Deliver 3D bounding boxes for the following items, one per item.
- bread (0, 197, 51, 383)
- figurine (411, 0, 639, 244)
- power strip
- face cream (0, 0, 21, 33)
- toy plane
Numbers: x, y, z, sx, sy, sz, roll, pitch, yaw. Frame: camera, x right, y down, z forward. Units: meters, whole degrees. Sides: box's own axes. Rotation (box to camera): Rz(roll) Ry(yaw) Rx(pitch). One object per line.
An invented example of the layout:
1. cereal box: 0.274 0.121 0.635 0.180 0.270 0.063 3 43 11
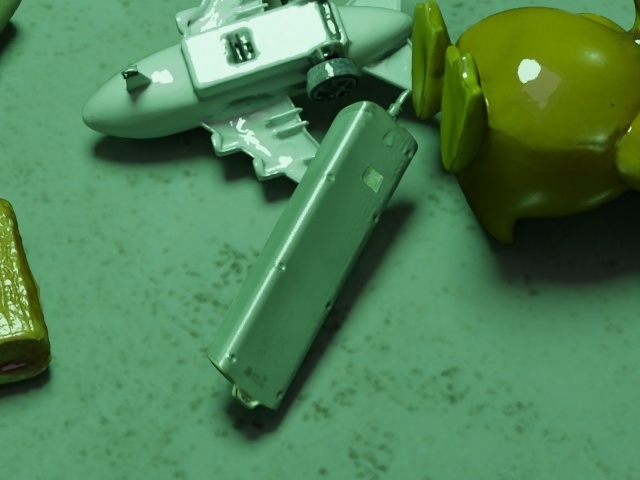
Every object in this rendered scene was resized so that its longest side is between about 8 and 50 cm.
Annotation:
1. bread: -0.226 0.035 1.336 0.074 0.053 0.132 -15 59 -13
2. figurine: 0.185 -0.091 1.344 0.228 0.215 0.215 -21 59 2
3. power strip: 0.000 0.000 1.330 0.027 0.060 0.252 1 57 54
4. face cream: -0.300 -0.102 1.424 0.114 0.070 0.224 25 70 16
5. toy plane: -0.046 -0.126 1.406 0.255 0.101 0.251 -15 70 -8
